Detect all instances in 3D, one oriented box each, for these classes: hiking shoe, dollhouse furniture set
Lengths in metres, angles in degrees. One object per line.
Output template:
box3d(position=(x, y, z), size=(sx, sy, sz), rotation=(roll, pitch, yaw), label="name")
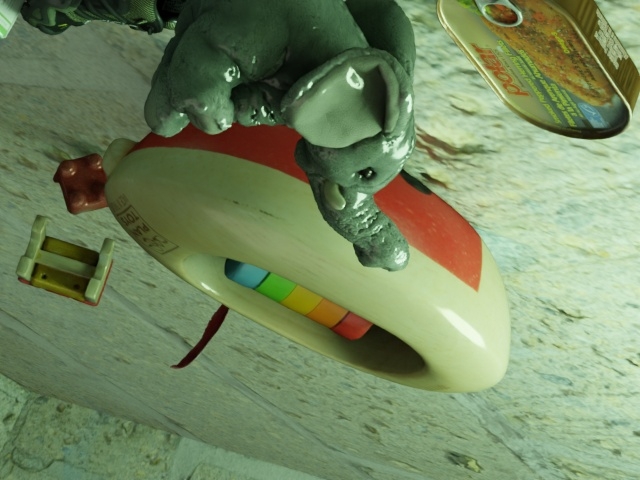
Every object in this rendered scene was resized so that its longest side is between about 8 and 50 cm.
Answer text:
box3d(position=(-0.162, -0.197, 1.023), size=(0.114, 0.086, 0.227), rotation=(35, 158, -21), label="hiking shoe")
box3d(position=(-0.421, -0.064, 1.551), size=(0.374, 0.201, 0.152), rotation=(19, 162, -7), label="dollhouse furniture set")

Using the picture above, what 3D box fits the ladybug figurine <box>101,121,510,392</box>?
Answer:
box3d(position=(0.000, 0.000, 1.249), size=(0.449, 0.162, 0.305), rotation=(29, 161, -18), label="ladybug figurine")

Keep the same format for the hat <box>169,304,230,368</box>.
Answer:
box3d(position=(-0.069, 0.079, 1.514), size=(0.173, 0.183, 0.208), rotation=(22, 162, 4), label="hat")

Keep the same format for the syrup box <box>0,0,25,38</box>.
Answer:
box3d(position=(-0.336, -0.271, 1.017), size=(0.093, 0.096, 0.237), rotation=(11, 159, 34), label="syrup box")

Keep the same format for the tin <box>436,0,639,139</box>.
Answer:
box3d(position=(0.155, -0.135, 0.891), size=(0.106, 0.040, 0.189), rotation=(3, 152, 39), label="tin")

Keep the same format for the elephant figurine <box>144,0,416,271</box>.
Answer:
box3d(position=(0.008, -0.109, 0.927), size=(0.239, 0.169, 0.186), rotation=(24, 157, -13), label="elephant figurine")
